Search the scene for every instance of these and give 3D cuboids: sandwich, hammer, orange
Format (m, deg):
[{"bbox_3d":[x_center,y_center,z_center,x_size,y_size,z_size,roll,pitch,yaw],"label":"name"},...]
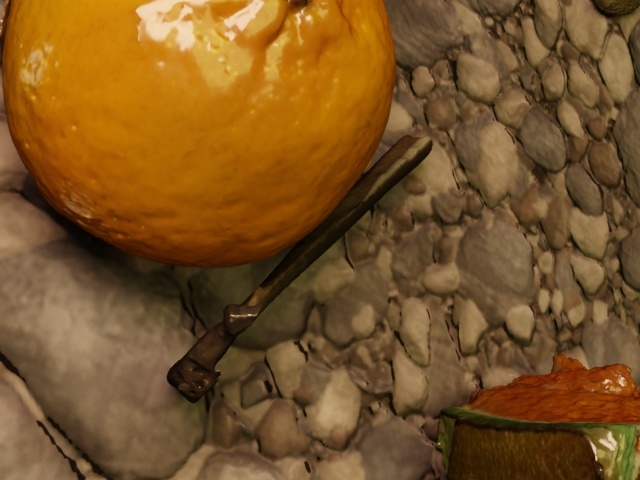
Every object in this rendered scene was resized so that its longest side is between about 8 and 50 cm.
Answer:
[{"bbox_3d":[0.173,0.148,0.718,0.160,0.185,0.109,-18,94,-31],"label":"sandwich"},{"bbox_3d":[0.001,0.001,0.685,0.027,0.125,0.297,44,45,0],"label":"hammer"},{"bbox_3d":[-0.063,-0.092,0.586,0.219,0.193,0.219,-3,97,-20],"label":"orange"}]

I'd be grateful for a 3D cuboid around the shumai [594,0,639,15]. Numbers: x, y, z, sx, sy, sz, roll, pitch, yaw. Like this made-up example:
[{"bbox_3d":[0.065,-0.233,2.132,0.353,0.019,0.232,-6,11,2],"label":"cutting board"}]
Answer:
[{"bbox_3d":[0.270,-0.260,0.981,0.080,0.082,0.083,56,9,31],"label":"shumai"}]
